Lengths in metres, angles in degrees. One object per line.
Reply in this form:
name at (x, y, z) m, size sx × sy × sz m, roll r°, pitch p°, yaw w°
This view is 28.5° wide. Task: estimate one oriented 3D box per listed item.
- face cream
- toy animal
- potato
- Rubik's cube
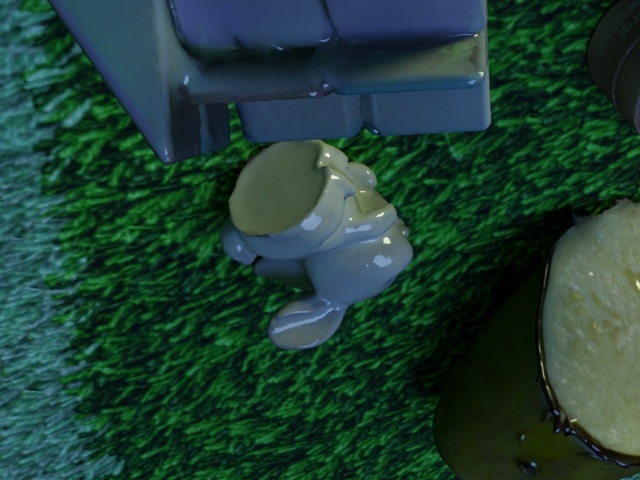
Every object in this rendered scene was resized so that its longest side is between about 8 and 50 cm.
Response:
face cream at (0.362, -0.182, 1.291) m, size 0.149 × 0.104 × 0.149 m, roll -14°, pitch 136°, yaw -14°
toy animal at (-0.008, -0.002, 1.263) m, size 0.179 × 0.127 × 0.193 m, roll -29°, pitch 139°, yaw 4°
potato at (0.307, 0.147, 1.541) m, size 0.397 × 0.290 × 0.296 m, roll -47°, pitch -175°, yaw -35°
Rubik's cube at (-0.034, -0.228, 0.807) m, size 0.358 × 0.387 × 0.368 m, roll -2°, pitch 131°, yaw 10°
